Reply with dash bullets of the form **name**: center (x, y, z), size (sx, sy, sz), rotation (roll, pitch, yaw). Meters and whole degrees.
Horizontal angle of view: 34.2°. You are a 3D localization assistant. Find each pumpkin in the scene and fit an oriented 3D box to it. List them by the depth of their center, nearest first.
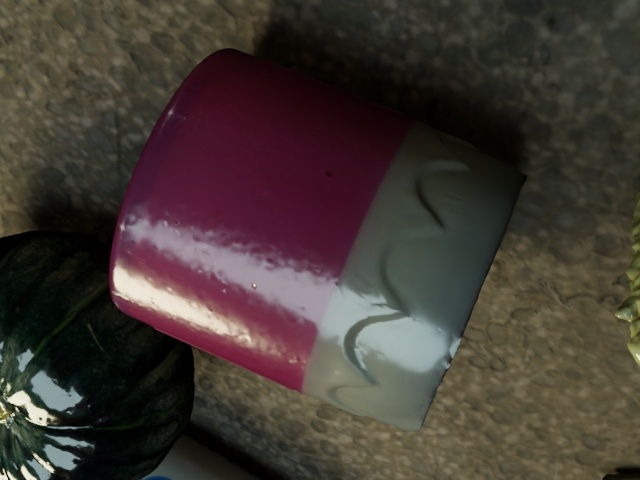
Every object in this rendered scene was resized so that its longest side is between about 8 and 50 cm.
- **pumpkin**: center (-0.206, 0.099, 0.801), size (0.220, 0.162, 0.220), rotation (6, 107, 20)

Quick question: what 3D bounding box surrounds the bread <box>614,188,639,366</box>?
- **bread**: center (0.272, -0.037, 0.489), size (0.178, 0.141, 0.266), rotation (7, 149, -39)

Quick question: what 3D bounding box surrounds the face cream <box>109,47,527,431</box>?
- **face cream**: center (0.000, 0.000, 0.613), size (0.195, 0.175, 0.175), rotation (22, 135, 6)

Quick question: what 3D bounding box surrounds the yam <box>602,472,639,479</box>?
- **yam**: center (0.310, 0.174, 0.715), size (0.234, 0.029, 0.027), rotation (-5, 137, 31)

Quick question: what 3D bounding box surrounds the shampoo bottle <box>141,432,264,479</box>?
- **shampoo bottle**: center (-0.112, 0.234, 0.936), size (0.303, 0.092, 0.092), rotation (32, 136, -1)
